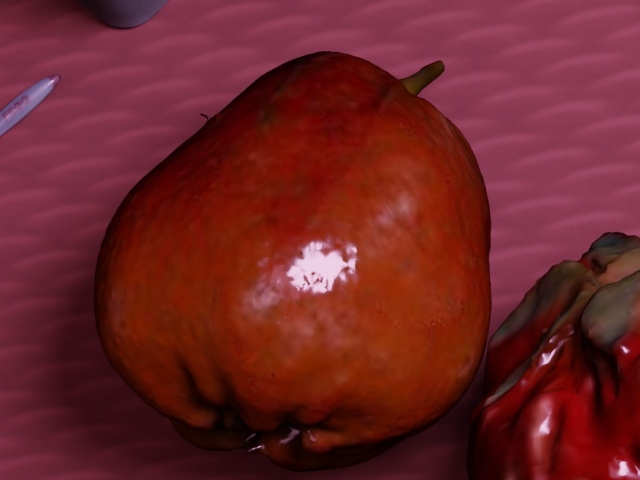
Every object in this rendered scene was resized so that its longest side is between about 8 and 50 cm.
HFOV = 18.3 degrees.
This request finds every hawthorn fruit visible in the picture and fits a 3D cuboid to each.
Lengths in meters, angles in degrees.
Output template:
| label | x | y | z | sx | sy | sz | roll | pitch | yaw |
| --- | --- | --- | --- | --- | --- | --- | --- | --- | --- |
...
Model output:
| label | x | y | z | sx | sy | sz | roll | pitch | yaw |
| --- | --- | --- | --- | --- | --- | --- | --- | --- | --- |
| hawthorn fruit | 0.000 | 0.000 | 1.132 | 0.224 | 0.224 | 0.260 | 17 | 71 | 12 |

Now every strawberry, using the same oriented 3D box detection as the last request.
| label | x | y | z | sx | sy | sz | roll | pitch | yaw |
| --- | --- | --- | --- | --- | --- | --- | --- | --- | --- |
| strawberry | 0.221 | 0.170 | 1.031 | 0.295 | 0.317 | 0.345 | -11 | 97 | -30 |

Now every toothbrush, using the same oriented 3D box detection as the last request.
| label | x | y | z | sx | sy | sz | roll | pitch | yaw |
| --- | --- | --- | --- | --- | --- | --- | --- | --- | --- |
| toothbrush | -0.241 | -0.044 | 1.269 | 0.193 | 0.019 | 0.013 | -40 | 77 | 0 |

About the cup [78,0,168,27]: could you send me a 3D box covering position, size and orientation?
| label | x | y | z | sx | sy | sz | roll | pitch | yaw |
| --- | --- | --- | --- | --- | --- | --- | --- | --- | --- |
| cup | -0.117 | -0.209 | 1.220 | 0.095 | 0.129 | 0.128 | 44 | 87 | 6 |
